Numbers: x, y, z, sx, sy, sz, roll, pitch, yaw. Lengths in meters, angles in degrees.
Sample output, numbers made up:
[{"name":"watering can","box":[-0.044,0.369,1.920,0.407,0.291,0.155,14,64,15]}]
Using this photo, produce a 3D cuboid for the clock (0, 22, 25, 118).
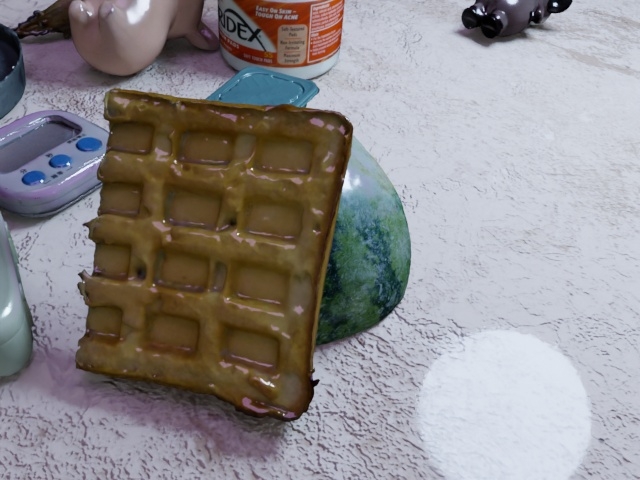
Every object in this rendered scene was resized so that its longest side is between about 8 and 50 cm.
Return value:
[{"name":"clock","box":[-0.721,-0.290,1.235,0.385,0.077,0.386,3,43,-2]}]

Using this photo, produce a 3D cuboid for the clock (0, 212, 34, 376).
[{"name":"clock","box":[-0.524,0.078,0.828,0.324,0.109,0.265,-15,47,-20]}]

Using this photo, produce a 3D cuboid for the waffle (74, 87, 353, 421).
[{"name":"waffle","box":[-0.125,0.009,0.812,0.303,0.349,0.077,9,0,8]}]

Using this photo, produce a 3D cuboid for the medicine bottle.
[{"name":"medicine bottle","box":[-0.077,-0.475,1.380,0.252,0.241,0.253,3,41,-3]}]

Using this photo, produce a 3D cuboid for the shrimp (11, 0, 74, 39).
[{"name":"shrimp","box":[-0.530,-0.450,1.452,0.262,0.117,0.066,-30,79,-6]}]

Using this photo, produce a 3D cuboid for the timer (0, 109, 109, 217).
[{"name":"timer","box":[-0.430,-0.122,1.085,0.190,0.069,0.208,27,48,23]}]

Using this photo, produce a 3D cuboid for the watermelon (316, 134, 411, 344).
[{"name":"watermelon","box":[0.000,0.000,0.918,0.255,0.260,0.176,5,26,-25]}]

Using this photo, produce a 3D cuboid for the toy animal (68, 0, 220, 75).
[{"name":"toy animal","box":[-0.346,-0.457,1.363,0.236,0.269,0.327,19,76,15]}]

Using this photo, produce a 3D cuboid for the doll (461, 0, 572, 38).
[{"name":"doll","box":[0.443,-0.534,1.588,0.257,0.117,0.182,-31,55,-32]}]

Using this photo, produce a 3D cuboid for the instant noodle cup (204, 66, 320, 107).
[{"name":"instant noodle cup","box":[-0.104,-0.233,1.239,0.157,0.070,0.179,20,45,18]}]
